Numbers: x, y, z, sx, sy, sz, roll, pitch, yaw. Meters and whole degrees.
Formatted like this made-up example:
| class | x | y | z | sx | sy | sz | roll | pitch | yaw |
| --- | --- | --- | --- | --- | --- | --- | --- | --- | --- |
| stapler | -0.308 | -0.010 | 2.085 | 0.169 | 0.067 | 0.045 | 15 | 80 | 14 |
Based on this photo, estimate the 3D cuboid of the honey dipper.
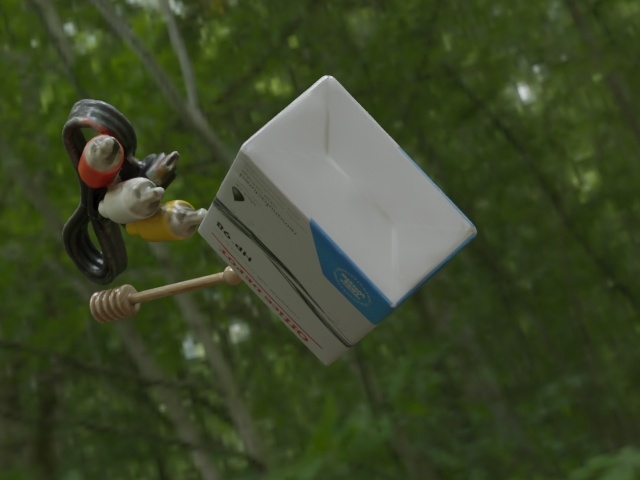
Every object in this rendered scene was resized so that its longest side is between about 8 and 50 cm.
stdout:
| class | x | y | z | sx | sy | sz | roll | pitch | yaw |
| --- | --- | --- | --- | --- | --- | --- | --- | --- | --- |
| honey dipper | -0.133 | 0.044 | 1.466 | 0.161 | 0.030 | 0.030 | -14 | -29 | 30 |

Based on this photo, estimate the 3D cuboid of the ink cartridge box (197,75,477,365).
| class | x | y | z | sx | sy | sz | roll | pitch | yaw |
| --- | --- | --- | --- | --- | --- | --- | --- | --- | --- |
| ink cartridge box | 0.000 | 0.000 | 0.838 | 0.060 | 0.104 | 0.180 | -43 | -3 | -19 |

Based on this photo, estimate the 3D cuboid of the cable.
| class | x | y | z | sx | sy | sz | roll | pitch | yaw |
| --- | --- | --- | --- | --- | --- | --- | --- | --- | --- |
| cable | -0.192 | -0.028 | 1.410 | 0.139 | 0.072 | 0.287 | 41 | -31 | -9 |
